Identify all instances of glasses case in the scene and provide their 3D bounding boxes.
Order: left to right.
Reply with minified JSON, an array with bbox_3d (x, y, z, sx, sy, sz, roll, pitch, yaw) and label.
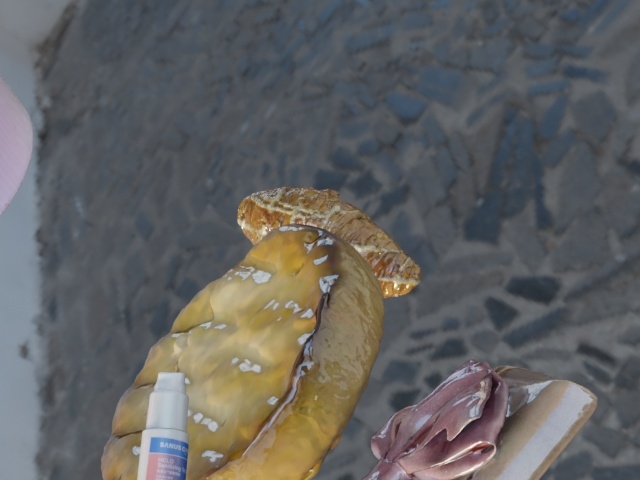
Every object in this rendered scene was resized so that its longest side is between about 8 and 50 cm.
[{"bbox_3d":[0.036,0.122,0.589,0.193,0.070,0.102,-49,-12,-8],"label":"glasses case"}]

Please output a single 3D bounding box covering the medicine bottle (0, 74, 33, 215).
[{"bbox_3d":[-0.347,-0.123,0.860,0.241,0.302,0.241,-15,47,17],"label":"medicine bottle"}]

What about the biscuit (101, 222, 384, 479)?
[{"bbox_3d":[-0.059,0.122,1.116,0.296,0.102,0.296,-40,25,23],"label":"biscuit"}]

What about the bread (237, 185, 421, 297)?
[{"bbox_3d":[0.000,0.000,1.468,0.233,0.076,0.105,23,110,21],"label":"bread"}]

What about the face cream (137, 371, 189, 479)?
[{"bbox_3d":[-0.109,0.153,0.932,0.034,0.034,0.130,-20,59,45],"label":"face cream"}]
